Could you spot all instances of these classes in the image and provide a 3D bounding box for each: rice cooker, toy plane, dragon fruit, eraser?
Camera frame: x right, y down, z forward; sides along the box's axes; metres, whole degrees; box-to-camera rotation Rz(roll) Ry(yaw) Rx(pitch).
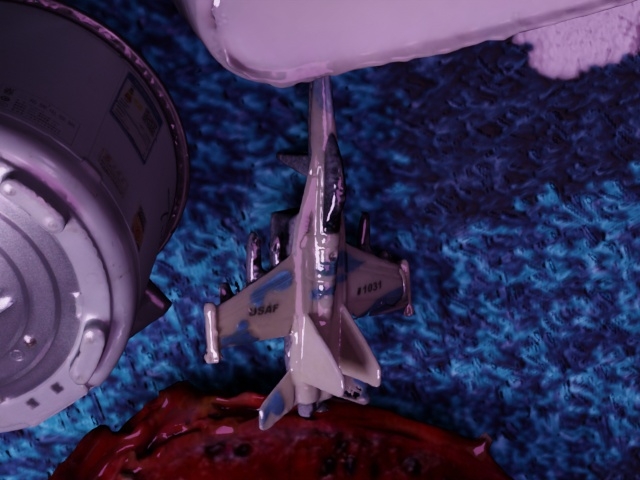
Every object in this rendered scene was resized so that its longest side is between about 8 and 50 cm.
[{"bbox_3d":[-0.210,-0.022,1.050,0.241,0.227,0.280,-37,113,25],"label":"rice cooker"},{"bbox_3d":[-0.007,-0.001,1.199,0.192,0.088,0.262,-10,98,-39],"label":"toy plane"},{"bbox_3d":[-0.052,0.236,1.286,0.329,0.228,0.286,34,57,-4],"label":"dragon fruit"},{"bbox_3d":[0.032,-0.232,1.075,0.331,0.150,0.331,-7,113,-16],"label":"eraser"}]
